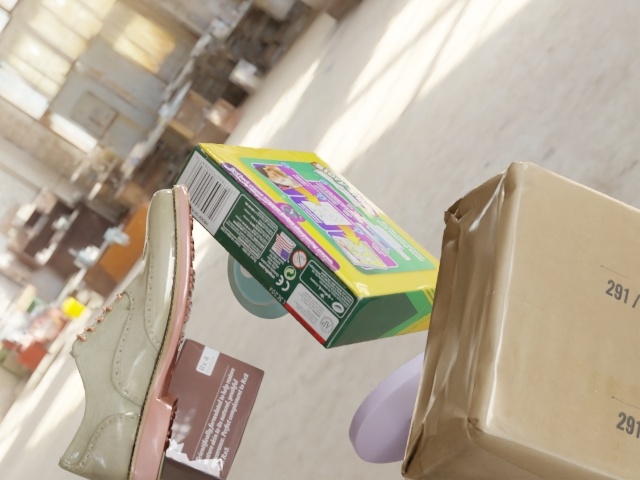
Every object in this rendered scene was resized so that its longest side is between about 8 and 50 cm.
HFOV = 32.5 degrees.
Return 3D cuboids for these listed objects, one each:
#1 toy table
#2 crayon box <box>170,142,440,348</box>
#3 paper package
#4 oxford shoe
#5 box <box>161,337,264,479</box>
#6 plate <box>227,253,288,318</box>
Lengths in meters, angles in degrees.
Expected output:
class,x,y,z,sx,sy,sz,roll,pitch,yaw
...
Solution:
class,x,y,z,sx,sy,sz,roll,pitch,yaw
toy table,0.191,0.262,1.517,0.274,0.252,0.161,-41,42,7
crayon box,0.000,0.000,1.675,0.313,0.363,0.106,-1,-52,-56
paper package,0.273,0.128,1.092,0.168,0.324,0.309,134,153,-58
oxford shoe,-0.243,0.115,1.398,0.140,0.146,0.397,114,165,-79
box,-0.218,0.331,1.694,0.381,0.143,0.191,117,174,-54
plate,-0.113,0.062,2.132,0.188,0.188,0.024,-48,-19,29
